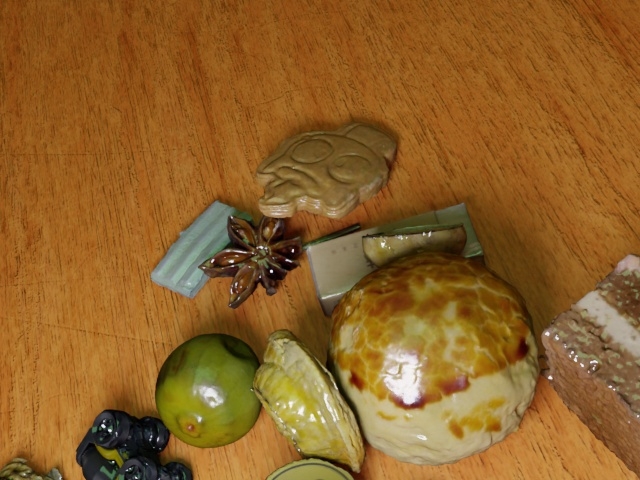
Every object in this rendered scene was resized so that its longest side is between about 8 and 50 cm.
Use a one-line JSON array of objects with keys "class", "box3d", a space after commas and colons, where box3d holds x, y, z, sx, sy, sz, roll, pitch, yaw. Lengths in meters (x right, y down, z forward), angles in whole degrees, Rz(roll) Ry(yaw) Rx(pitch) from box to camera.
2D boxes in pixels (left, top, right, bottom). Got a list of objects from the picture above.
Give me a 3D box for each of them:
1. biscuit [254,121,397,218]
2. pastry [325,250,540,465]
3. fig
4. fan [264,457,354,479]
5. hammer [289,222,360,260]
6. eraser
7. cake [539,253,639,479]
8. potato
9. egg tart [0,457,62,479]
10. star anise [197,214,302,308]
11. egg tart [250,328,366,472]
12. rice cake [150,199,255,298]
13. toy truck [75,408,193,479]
[{"class": "biscuit", "box3d": [0.008, -0.161, 2.042, 0.269, 0.051, 0.376, 29, 51, 32]}, {"class": "pastry", "box3d": [0.192, 0.190, 1.630, 0.389, 0.312, 0.388, -6, 57, 9]}, {"class": "fig", "box3d": [-0.205, 0.265, 1.748, 0.207, 0.207, 0.230, -3, 53, 13]}, {"class": "fan", "box3d": [-0.062, 0.478, 1.538, 0.335, 0.229, 0.011, -8, 10, -22]}, {"class": "hammer", "box3d": [0.000, 0.000, 2.007, 0.182, 0.017, 0.062, -22, 52, -4]}, {"class": "eraser", "box3d": [0.151, 0.038, 1.899, 0.344, 0.078, 0.144, -17, 53, 2]}, {"class": "cake", "box3d": [0.556, 0.205, 1.556, 0.290, 0.255, 0.282, -35, 55, -8]}, {"class": "potato", "box3d": [0.182, 0.016, 1.791, 0.201, 0.164, 0.081, -9, 93, 15]}, {"class": "egg tart", "box3d": [-0.578, 0.531, 1.711, 0.297, 0.132, 0.297, -11, 51, 14]}, {"class": "star anise", "box3d": [-0.144, 0.037, 1.963, 0.220, 0.099, 0.214, -26, 55, -6]}, {"class": "egg tart", "box3d": [-0.029, 0.293, 1.631, 0.115, 0.290, 0.290, -32, 53, -12]}, {"class": "rice cake", "box3d": [-0.258, 0.018, 2.046, 0.127, 0.043, 0.237, 24, 64, 29]}, {"class": "toy truck", "box3d": [-0.356, 0.426, 1.727, 0.165, 0.147, 0.224, -46, 56, 10]}]
